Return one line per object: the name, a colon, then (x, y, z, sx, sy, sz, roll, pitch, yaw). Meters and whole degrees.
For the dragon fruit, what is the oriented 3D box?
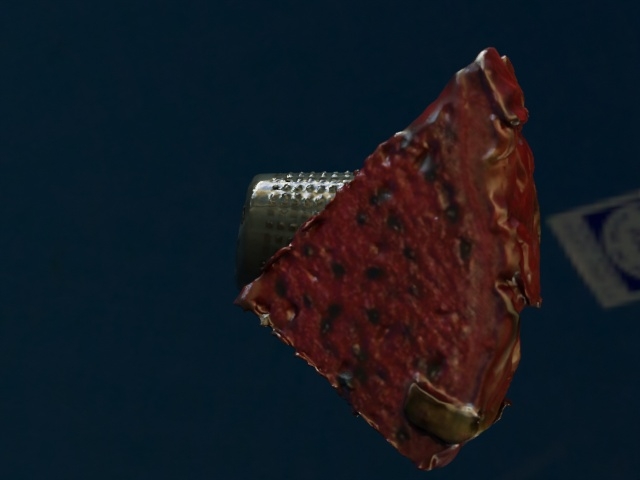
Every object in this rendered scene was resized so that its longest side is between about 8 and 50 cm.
dragon fruit: (0.075, 0.005, 1.284, 0.240, 0.302, 0.330, 6, -60, -32)

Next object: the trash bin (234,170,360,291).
trash bin: (0.000, 0.000, 1.609, 0.161, 0.175, 0.175, 9, -108, 1)
